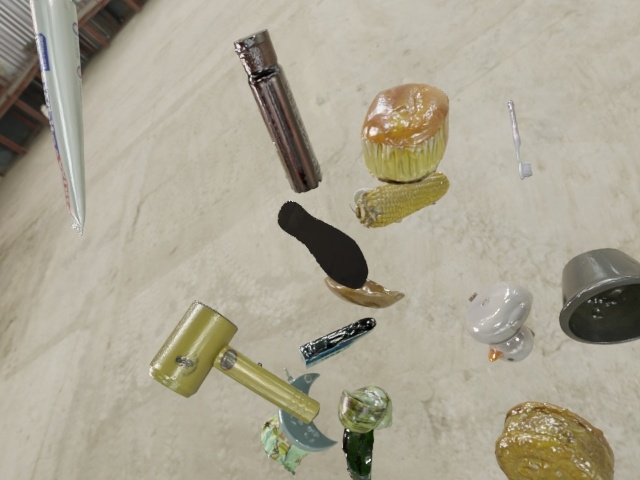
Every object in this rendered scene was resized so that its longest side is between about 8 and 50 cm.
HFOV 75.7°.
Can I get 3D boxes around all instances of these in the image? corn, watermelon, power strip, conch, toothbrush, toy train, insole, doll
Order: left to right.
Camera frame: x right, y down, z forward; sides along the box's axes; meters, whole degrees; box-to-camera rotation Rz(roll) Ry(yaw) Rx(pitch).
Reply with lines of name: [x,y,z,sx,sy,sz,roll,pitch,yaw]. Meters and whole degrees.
power strip: [-0.043,0.422,1.040,0.044,0.137,0.216,119,140,-50]
insole: [0.000,0.000,0.779,0.253,0.005,0.086,41,109,33]
toy train: [0.053,0.278,1.141,0.233,0.051,0.052,-20,48,-20]
watermelon: [0.151,0.688,1.412,0.123,0.129,0.301,-13,54,31]
conch: [0.136,0.496,1.198,0.187,0.181,0.124,165,110,-72]
corn: [0.221,-0.114,1.096,0.305,0.106,0.106,-22,29,-31]
doll: [0.582,0.261,1.284,0.221,0.221,0.251,22,72,48]
toothbrush: [0.541,-0.285,1.125,0.029,0.024,0.354,-12,42,29]

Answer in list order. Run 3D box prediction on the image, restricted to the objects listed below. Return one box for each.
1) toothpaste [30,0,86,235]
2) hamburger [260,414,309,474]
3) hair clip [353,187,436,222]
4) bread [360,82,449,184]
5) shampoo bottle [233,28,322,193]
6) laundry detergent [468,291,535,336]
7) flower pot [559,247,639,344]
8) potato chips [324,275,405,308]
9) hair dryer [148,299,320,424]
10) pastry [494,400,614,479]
toothpaste: [-0.224,-0.115,0.363,0.052,0.033,0.218,15,108,49]
hamburger: [-0.123,0.774,1.592,0.125,0.214,0.235,-4,101,55]
hair clip: [0.227,-0.123,1.367,0.172,0.282,0.113,-31,76,44]
bread: [0.141,-0.183,0.677,0.132,0.114,0.191,6,51,21]
shampoo bottle: [-0.084,-0.264,0.871,0.084,0.323,0.129,-18,32,7]
laundry detergent: [0.639,0.274,1.463,0.237,0.171,0.076,43,90,16]
flower pot: [0.729,0.127,1.045,0.269,0.269,0.166,-24,35,27]
potato chips: [0.107,0.136,1.052,0.208,0.195,0.062,12,93,5]
hair dryer: [-0.131,0.230,0.683,0.135,0.278,0.090,-59,4,-25]
pastry: [0.404,0.379,0.719,0.188,0.189,0.103,2,30,43]
